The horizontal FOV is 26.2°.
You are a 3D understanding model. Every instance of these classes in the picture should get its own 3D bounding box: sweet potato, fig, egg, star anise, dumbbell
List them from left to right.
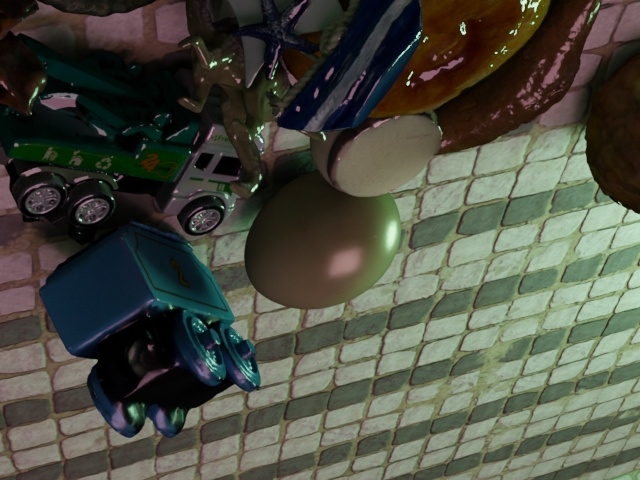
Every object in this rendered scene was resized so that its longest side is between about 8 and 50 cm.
[{"bbox_3d":[-0.353,-0.210,1.368,0.099,0.220,0.214,-50,166,-31],"label":"star anise"},{"bbox_3d":[-0.328,-0.025,1.806,0.036,0.040,0.083,0,157,24],"label":"dumbbell"},{"bbox_3d":[0.000,0.000,1.912,0.241,0.186,0.186,-26,151,29],"label":"egg"},{"bbox_3d":[0.272,-0.212,1.851,0.114,0.092,0.341,30,122,-34],"label":"sweet potato"},{"bbox_3d":[0.532,-0.096,1.947,0.286,0.369,0.286,-7,147,-5],"label":"fig"}]

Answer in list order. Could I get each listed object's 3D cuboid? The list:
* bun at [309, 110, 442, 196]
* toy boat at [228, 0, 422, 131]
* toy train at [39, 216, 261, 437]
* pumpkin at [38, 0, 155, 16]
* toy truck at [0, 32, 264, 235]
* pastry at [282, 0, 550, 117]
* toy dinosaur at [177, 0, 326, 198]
[{"bbox_3d":[0.063,-0.146,1.789,0.172,0.120,0.173,-17,142,-14],"label":"bun"},{"bbox_3d":[-0.036,-0.224,1.433,0.291,0.210,0.070,13,-178,16],"label":"toy boat"},{"bbox_3d":[-0.227,0.118,1.856,0.188,0.265,0.300,-32,163,11],"label":"toy train"},{"bbox_3d":[-0.213,-0.307,1.333,0.211,0.152,0.211,-15,163,-5],"label":"pumpkin"},{"bbox_3d":[-0.235,-0.123,1.592,0.363,0.177,0.178,11,129,-43],"label":"toy truck"},{"bbox_3d":[0.113,-0.284,1.580,0.356,0.164,0.356,-21,153,-11],"label":"pastry"},{"bbox_3d":[-0.092,-0.182,1.540,0.077,0.162,0.294,-2,136,29],"label":"toy dinosaur"}]
